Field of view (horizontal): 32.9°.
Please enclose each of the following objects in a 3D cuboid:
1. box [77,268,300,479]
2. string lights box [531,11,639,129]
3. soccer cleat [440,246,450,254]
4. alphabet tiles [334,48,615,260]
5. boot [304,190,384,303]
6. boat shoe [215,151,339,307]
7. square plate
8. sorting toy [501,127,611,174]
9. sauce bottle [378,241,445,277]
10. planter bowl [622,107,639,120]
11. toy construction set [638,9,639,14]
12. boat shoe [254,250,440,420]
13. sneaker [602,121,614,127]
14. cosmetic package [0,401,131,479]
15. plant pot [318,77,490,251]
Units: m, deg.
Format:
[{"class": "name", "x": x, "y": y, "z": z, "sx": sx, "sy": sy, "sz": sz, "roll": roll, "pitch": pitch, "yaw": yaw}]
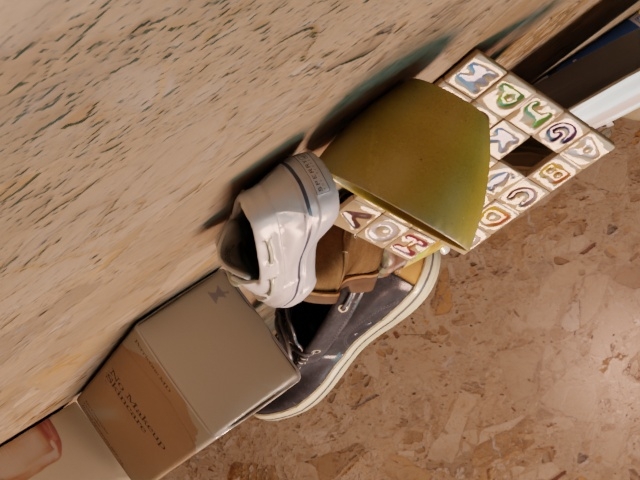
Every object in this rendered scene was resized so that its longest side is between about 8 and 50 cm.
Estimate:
[{"class": "box", "x": -0.157, "y": 0.164, "z": 1.204, "sx": 0.121, "sy": 0.148, "sz": 0.311, "roll": -33, "pitch": 173, "yaw": -31}, {"class": "string lights box", "x": 0.411, "y": -0.227, "z": 1.640, "sx": 0.259, "sy": 0.077, "sz": 0.133, "roll": -34, "pitch": 157, "yaw": -24}, {"class": "soccer cleat", "x": 0.133, "y": -0.004, "z": 1.789, "sx": 0.068, "sy": 0.076, "sz": 0.196, "roll": -34, "pitch": -162, "yaw": -34}, {"class": "alphabet tiles", "x": 0.126, "y": -0.063, "z": 1.024, "sx": 0.198, "sy": 0.009, "sz": 0.237, "roll": 25, "pitch": 131, "yaw": -35}, {"class": "boot", "x": 0.000, "y": 0.000, "z": 1.194, "sx": 0.115, "sy": 0.112, "sz": 0.305, "roll": -68, "pitch": 162, "yaw": 13}, {"class": "boat shoe", "x": -0.048, "y": 0.000, "z": 0.848, "sx": 0.075, "sy": 0.083, "sz": 0.226, "roll": -22, "pitch": 160, "yaw": -19}, {"class": "square plate", "x": 0.406, "y": -0.222, "z": 1.350, "sx": 0.347, "sy": 0.049, "sz": 0.344, "roll": -27, "pitch": -170, "yaw": 13}, {"class": "sorting toy", "x": 0.247, "y": -0.113, "z": 1.382, "sx": 0.229, "sy": 0.041, "sz": 0.307, "roll": 1, "pitch": -163, "yaw": 30}, {"class": "sauce bottle", "x": 0.190, "y": -0.065, "z": 1.483, "sx": 0.344, "sy": 0.111, "sz": 0.111, "roll": -28, "pitch": 172, "yaw": -26}, {"class": "planter bowl", "x": 0.547, "y": -0.286, "z": 1.931, "sx": 0.109, "sy": 0.162, "sz": 0.162, "roll": -10, "pitch": 176, "yaw": 2}, {"class": "toy construction set", "x": 0.466, "y": -0.299, "z": 1.074, "sx": 0.327, "sy": 0.151, "sz": 0.215, "roll": -42, "pitch": 154, "yaw": -25}, {"class": "boat shoe", "x": -0.006, "y": 0.129, "z": 1.779, "sx": 0.500, "sy": 0.156, "sz": 0.187, "roll": -46, "pitch": -149, "yaw": 40}, {"class": "sneaker", "x": 0.446, "y": -0.206, "z": 1.829, "sx": 0.077, "sy": 0.072, "sz": 0.178, "roll": -28, "pitch": 172, "yaw": 12}, {"class": "cosmetic package", "x": -0.386, "y": 0.328, "z": 1.259, "sx": 0.153, "sy": 0.129, "sz": 0.296, "roll": -42, "pitch": 173, "yaw": 39}, {"class": "plant pot", "x": 0.075, "y": -0.065, "z": 0.818, "sx": 0.095, "sy": 0.134, "sz": 0.134, "roll": -61, "pitch": 175, "yaw": 1}]
